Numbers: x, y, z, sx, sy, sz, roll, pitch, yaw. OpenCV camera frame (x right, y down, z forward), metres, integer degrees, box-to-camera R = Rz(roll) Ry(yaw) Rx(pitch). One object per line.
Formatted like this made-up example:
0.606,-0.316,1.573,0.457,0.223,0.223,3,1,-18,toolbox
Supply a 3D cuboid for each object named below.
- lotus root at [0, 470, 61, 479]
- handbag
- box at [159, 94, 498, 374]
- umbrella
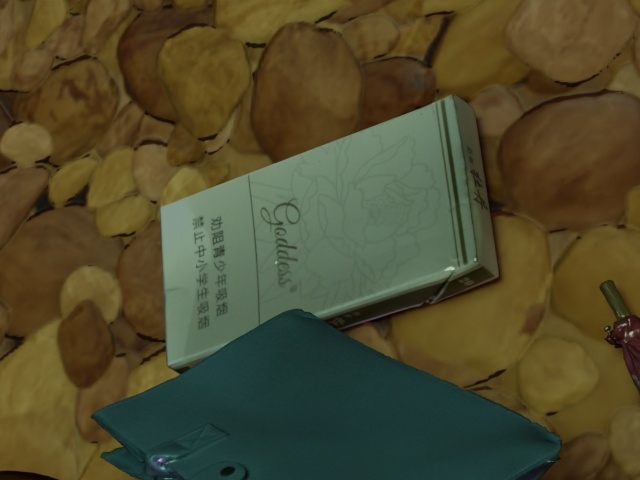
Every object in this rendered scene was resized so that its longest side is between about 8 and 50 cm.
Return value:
-0.120,0.210,0.907,0.291,0.193,0.193,10,71,32,lotus root
0.000,0.107,0.888,0.144,0.057,0.221,-19,26,-31,handbag
0.000,0.000,1.035,0.198,0.029,0.109,-19,58,23,box
0.171,0.083,0.893,0.027,0.025,0.165,-22,56,-6,umbrella
